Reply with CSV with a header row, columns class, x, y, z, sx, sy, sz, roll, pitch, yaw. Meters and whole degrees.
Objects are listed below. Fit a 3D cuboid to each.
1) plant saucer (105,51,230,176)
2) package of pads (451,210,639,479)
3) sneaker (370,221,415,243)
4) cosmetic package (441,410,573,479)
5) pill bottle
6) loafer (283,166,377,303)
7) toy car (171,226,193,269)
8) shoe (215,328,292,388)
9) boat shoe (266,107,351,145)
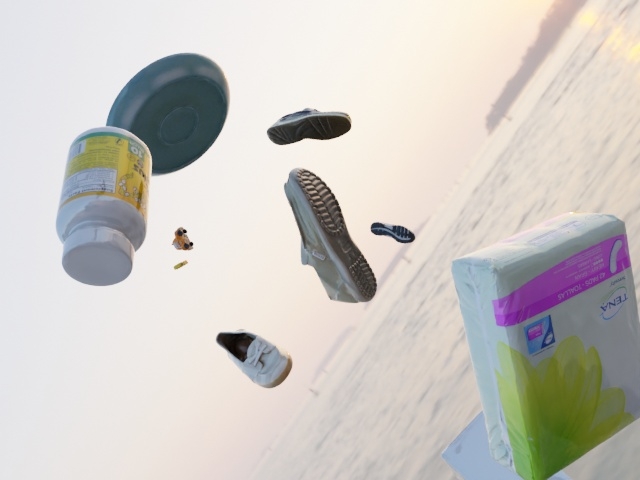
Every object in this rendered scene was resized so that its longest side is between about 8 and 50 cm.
class,x,y,z,sx,sy,sz,roll,pitch,yaw
plant saucer,-0.321,-0.263,1.635,0.317,0.044,0.317,-33,-31,-23
package of pads,0.306,0.127,0.954,0.229,0.296,0.101,-20,15,-26
sneaker,0.170,-0.021,1.692,0.044,0.109,0.040,-6,-68,-60
cosmetic package,0.375,0.472,1.428,0.138,0.224,0.224,-45,-35,-8
pill bottle,-0.290,-0.046,0.996,0.208,0.118,0.117,-98,28,-42
loafer,0.000,0.000,1.308,0.092,0.268,0.102,-27,0,30
toy car,-0.310,0.017,1.599,0.040,0.060,0.122,-26,20,13
shoe,-0.121,0.201,1.292,0.219,0.058,0.076,12,70,59
boat shoe,-0.017,-0.195,1.215,0.056,0.152,0.049,61,-144,-43
